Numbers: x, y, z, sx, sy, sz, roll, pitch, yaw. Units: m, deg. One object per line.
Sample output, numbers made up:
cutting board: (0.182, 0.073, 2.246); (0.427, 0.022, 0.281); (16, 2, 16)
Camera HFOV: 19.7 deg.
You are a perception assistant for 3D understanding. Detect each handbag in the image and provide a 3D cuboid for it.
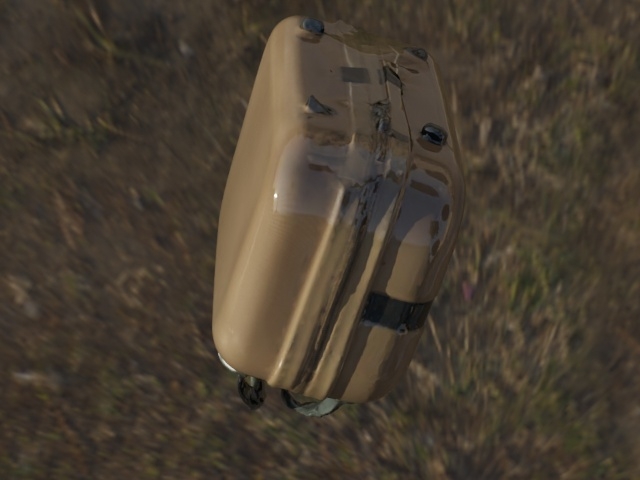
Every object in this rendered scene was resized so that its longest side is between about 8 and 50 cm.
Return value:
handbag: (0.000, 0.000, 1.368); (0.149, 0.302, 0.283); (15, 114, -11)
